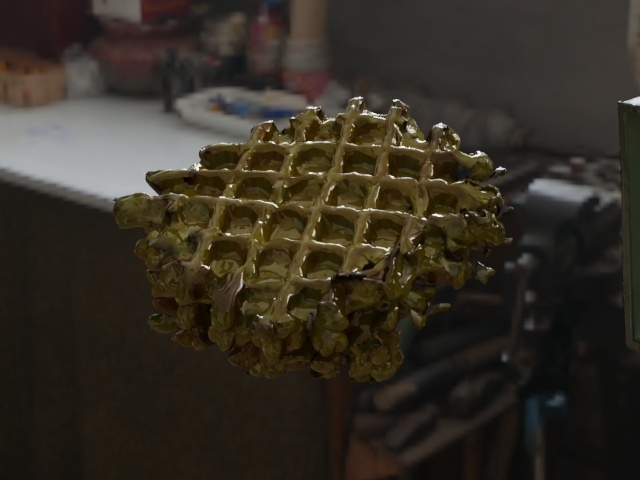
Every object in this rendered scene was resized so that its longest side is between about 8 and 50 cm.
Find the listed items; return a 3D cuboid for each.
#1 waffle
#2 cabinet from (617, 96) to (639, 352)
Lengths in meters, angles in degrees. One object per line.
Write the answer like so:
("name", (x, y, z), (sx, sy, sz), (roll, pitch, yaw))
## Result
("waffle", (0.000, 0.000, 0.807), (0.193, 0.070, 0.197), (-34, 43, -26))
("cabinet", (0.286, -0.018, 0.811), (0.206, 0.145, 0.150), (-17, 22, -31))
